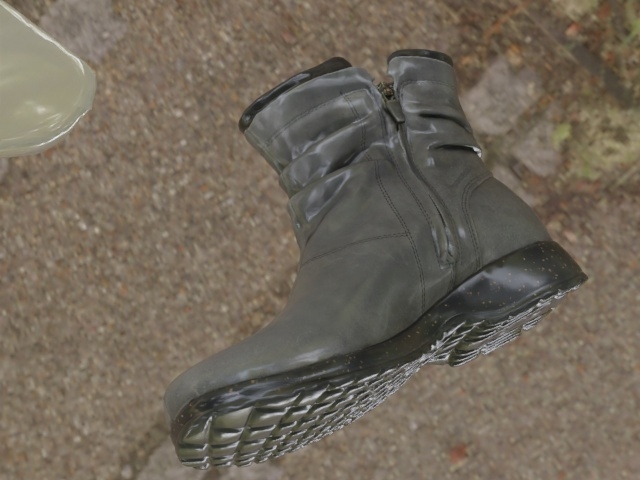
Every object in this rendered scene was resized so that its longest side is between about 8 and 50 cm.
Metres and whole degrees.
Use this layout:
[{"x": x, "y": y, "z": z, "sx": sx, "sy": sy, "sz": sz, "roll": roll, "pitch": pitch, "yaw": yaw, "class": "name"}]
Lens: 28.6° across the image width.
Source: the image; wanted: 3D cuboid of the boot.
[{"x": 0.000, "y": 0.000, "z": 0.829, "sx": 0.338, "sy": 0.223, "sz": 0.118, "roll": -19, "pitch": 160, "yaw": -39, "class": "boot"}]

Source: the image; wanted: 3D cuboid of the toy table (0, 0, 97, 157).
[{"x": -0.215, "y": -0.062, "z": 0.397, "sx": 0.274, "sy": 0.252, "sz": 0.161, "roll": 40, "pitch": 76, "yaw": -23, "class": "toy table"}]
